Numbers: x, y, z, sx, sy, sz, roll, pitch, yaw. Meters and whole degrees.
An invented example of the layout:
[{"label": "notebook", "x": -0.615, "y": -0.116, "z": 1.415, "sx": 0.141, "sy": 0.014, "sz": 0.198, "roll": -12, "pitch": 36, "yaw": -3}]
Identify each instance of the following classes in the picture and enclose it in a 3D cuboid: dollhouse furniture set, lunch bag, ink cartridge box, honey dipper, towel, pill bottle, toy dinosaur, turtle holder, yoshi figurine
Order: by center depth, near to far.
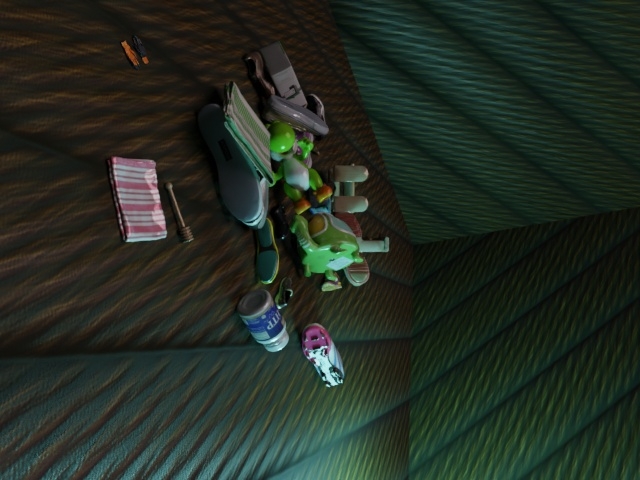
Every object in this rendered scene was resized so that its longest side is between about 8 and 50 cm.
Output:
[{"label": "towel", "x": -0.425, "y": -0.096, "z": 1.178, "sx": 0.144, "sy": 0.029, "sz": 0.197, "roll": -14, "pitch": 94, "yaw": -69}, {"label": "honey dipper", "x": -0.373, "y": -0.074, "z": 1.311, "sx": 0.161, "sy": 0.030, "sz": 0.030, "roll": 71, "pitch": 22, "yaw": -9}, {"label": "towel", "x": -0.219, "y": -0.344, "z": 1.551, "sx": 0.248, "sy": 0.038, "sz": 0.325, "roll": 54, "pitch": 13, "yaw": -34}, {"label": "pill bottle", "x": -0.172, "y": 0.253, "z": 1.558, "sx": 0.112, "sy": 0.112, "sz": 0.187, "roll": -75, "pitch": 148, "yaw": -49}, {"label": "yoshi figurine", "x": -0.110, "y": -0.290, "z": 1.860, "sx": 0.203, "sy": 0.203, "sz": 0.362, "roll": -30, "pitch": 89, "yaw": -43}, {"label": "ink cartridge box", "x": -0.146, "y": -0.646, "z": 1.992, "sx": 0.219, "sy": 0.092, "sz": 0.160, "roll": 58, "pitch": 8, "yaw": -61}, {"label": "turtle holder", "x": -0.003, "y": 0.010, "z": 2.016, "sx": 0.320, "sy": 0.243, "sz": 0.227, "roll": 0, "pitch": 58, "yaw": -29}, {"label": "lunch bag", "x": 0.005, "y": -0.165, "z": 2.249, "sx": 0.151, "sy": 0.096, "sz": 0.129, "roll": 49, "pitch": 36, "yaw": -57}, {"label": "dollhouse furniture set", "x": 0.174, "y": -0.150, "z": 2.300, "sx": 0.362, "sy": 0.256, "sz": 0.394, "roll": -128, "pitch": -142, "yaw": -84}, {"label": "toy dinosaur", "x": -0.059, "y": -0.523, "z": 2.310, "sx": 0.118, "sy": 0.064, "sz": 0.268, "roll": 33, "pitch": 47, "yaw": -82}]

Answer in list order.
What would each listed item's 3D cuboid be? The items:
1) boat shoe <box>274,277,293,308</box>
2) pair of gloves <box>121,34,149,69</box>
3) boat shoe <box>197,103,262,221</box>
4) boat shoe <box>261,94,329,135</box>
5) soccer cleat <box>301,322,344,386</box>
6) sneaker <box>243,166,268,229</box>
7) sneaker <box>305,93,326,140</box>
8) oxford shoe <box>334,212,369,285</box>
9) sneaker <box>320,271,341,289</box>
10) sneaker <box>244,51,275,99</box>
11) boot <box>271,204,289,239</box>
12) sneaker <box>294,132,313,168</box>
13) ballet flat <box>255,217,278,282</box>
[{"label": "boat shoe", "x": -0.122, "y": 0.189, "z": 1.806, "sx": 0.152, "sy": 0.049, "sz": 0.056, "roll": -74, "pitch": 147, "yaw": -50}, {"label": "pair of gloves", "x": -0.469, "y": -0.479, "z": 1.275, "sx": 0.083, "sy": 0.010, "sz": 0.074, "roll": -72, "pitch": 145, "yaw": -54}, {"label": "boat shoe", "x": -0.261, "y": -0.243, "z": 1.567, "sx": 0.367, "sy": 0.135, "sz": 0.156, "roll": 67, "pitch": 18, "yaw": -6}, {"label": "boat shoe", "x": -0.101, "y": -0.481, "z": 1.996, "sx": 0.302, "sy": 0.094, "sz": 0.109, "roll": 18, "pitch": 34, "yaw": -37}, {"label": "soccer cleat", "x": 0.003, "y": 0.428, "z": 1.968, "sx": 0.143, "sy": 0.116, "sz": 0.331, "roll": -98, "pitch": 169, "yaw": -59}, {"label": "sneaker", "x": -0.220, "y": -0.161, "z": 1.680, "sx": 0.108, "sy": 0.100, "sz": 0.272, "roll": 69, "pitch": 22, "yaw": -64}, {"label": "sneaker", "x": -0.022, "y": -0.584, "z": 2.404, "sx": 0.121, "sy": 0.079, "sz": 0.217, "roll": -74, "pitch": 148, "yaw": -53}, {"label": "oxford shoe", "x": 0.136, "y": 0.040, "z": 2.508, "sx": 0.146, "sy": 0.140, "sz": 0.397, "roll": 115, "pitch": -33, "yaw": -70}, {"label": "sneaker", "x": 0.039, "y": 0.176, "z": 2.230, "sx": 0.185, "sy": 0.069, "sz": 0.084, "roll": 26, "pitch": 47, "yaw": -72}, {"label": "sneaker", "x": -0.238, "y": -0.615, "z": 1.902, "sx": 0.071, "sy": 0.066, "sz": 0.188, "roll": -43, "pitch": 117, "yaw": -46}, {"label": "boot", "x": -0.152, "y": -0.071, "z": 1.864, "sx": 0.121, "sy": 0.045, "sz": 0.099, "roll": -78, "pitch": 153, "yaw": -60}, {"label": "sneaker", "x": -0.115, "y": -0.386, "z": 2.068, "sx": 0.161, "sy": 0.102, "sz": 0.282, "roll": 44, "pitch": 35, "yaw": -41}, {"label": "ballet flat", "x": -0.180, "y": 0.036, "z": 1.708, "sx": 0.077, "sy": 0.077, "sz": 0.231, "roll": 68, "pitch": 15, "yaw": -74}]
